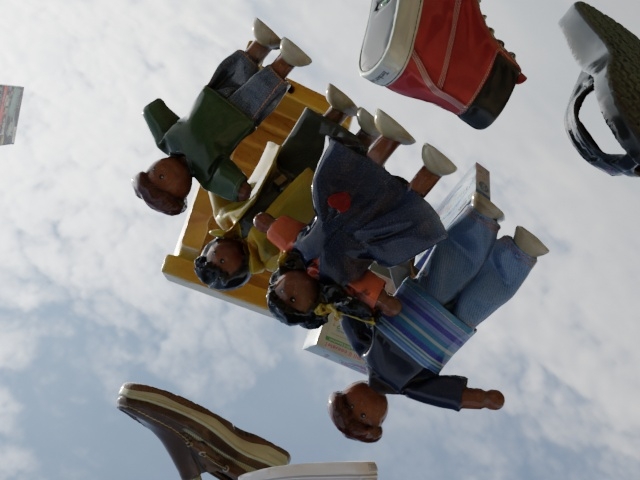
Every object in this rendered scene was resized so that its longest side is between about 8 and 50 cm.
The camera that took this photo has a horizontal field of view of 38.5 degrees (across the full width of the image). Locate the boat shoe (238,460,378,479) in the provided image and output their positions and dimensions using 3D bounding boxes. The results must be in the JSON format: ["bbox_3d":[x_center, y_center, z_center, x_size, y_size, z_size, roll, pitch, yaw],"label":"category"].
[{"bbox_3d":[-0.015,0.301,1.103,0.066,0.184,0.063,34,-130,-66],"label":"boat shoe"}]

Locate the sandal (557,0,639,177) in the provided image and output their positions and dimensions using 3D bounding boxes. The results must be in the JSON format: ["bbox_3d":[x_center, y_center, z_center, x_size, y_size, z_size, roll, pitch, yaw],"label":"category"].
[{"bbox_3d":[0.363,-0.158,1.102,0.167,0.107,0.446,29,-151,-10],"label":"sandal"}]

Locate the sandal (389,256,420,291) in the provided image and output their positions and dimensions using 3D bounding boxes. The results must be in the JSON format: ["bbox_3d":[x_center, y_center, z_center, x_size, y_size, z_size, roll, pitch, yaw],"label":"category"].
[{"bbox_3d":[0.126,0.089,1.188,0.090,0.219,0.060,8,-156,18],"label":"sandal"}]

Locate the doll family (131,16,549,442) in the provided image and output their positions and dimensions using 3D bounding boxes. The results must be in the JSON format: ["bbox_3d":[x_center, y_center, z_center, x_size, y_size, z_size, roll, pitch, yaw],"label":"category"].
[{"bbox_3d":[0.000,0.000,0.384,0.193,0.111,0.076,40,-178,30],"label":"doll family"}]

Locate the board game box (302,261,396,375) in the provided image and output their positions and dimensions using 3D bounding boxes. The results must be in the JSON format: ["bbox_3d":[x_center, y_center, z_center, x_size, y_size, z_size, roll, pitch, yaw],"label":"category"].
[{"bbox_3d":[0.121,0.115,1.853,0.224,0.097,0.303,25,-108,-14],"label":"board game box"}]

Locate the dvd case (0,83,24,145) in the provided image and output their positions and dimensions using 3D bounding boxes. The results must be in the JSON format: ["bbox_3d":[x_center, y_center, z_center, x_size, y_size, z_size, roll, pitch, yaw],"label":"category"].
[{"bbox_3d":[-0.442,-0.175,1.281,0.013,0.087,0.119,12,-172,-3],"label":"dvd case"}]

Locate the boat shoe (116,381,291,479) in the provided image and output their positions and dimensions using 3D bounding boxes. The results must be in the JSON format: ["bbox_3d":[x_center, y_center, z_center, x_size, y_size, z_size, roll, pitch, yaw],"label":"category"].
[{"bbox_3d":[-0.157,0.273,1.190,0.257,0.095,0.095,31,-112,-20],"label":"boat shoe"}]

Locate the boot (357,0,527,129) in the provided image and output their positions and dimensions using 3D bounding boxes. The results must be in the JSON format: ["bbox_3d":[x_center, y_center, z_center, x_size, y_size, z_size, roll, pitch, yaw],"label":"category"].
[{"bbox_3d":[0.144,-0.242,0.936,0.176,0.088,0.244,20,-105,-25],"label":"boot"}]

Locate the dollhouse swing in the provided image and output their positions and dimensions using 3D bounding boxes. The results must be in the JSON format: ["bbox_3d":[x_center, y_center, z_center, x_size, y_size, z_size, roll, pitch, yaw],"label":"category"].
[{"bbox_3d":[-0.057,-0.079,1.358,0.315,0.347,0.305,22,168,-22],"label":"dollhouse swing"}]

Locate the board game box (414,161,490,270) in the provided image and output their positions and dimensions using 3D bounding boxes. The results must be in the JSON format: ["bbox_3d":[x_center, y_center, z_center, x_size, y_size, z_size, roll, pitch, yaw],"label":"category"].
[{"bbox_3d":[0.124,-0.022,0.858,0.020,0.090,0.090,35,-155,-7],"label":"board game box"}]
